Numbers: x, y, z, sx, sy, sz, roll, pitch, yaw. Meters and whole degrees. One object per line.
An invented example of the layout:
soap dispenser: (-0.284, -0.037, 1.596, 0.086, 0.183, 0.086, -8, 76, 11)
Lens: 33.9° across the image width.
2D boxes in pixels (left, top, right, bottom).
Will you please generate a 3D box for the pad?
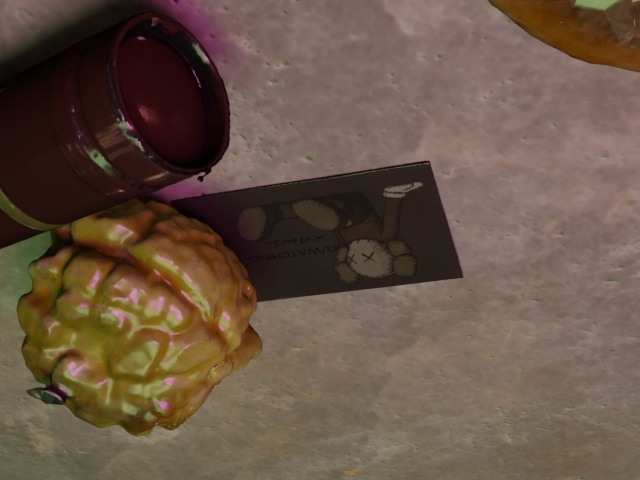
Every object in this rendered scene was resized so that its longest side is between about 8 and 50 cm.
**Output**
pad: (0.000, 0.000, 0.766, 0.190, 0.004, 0.127, -7, 138, 16)

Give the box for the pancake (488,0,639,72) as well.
pancake: (0.195, -0.214, 0.420, 0.387, 0.082, 0.387, 6, 137, 6)

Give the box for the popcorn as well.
popcorn: (-0.135, 0.055, 0.736, 0.173, 0.142, 0.173, -6, 136, -6)

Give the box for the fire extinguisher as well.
fire extinguisher: (-0.206, -0.040, 0.670, 0.341, 0.105, 0.141, -16, 158, 34)
